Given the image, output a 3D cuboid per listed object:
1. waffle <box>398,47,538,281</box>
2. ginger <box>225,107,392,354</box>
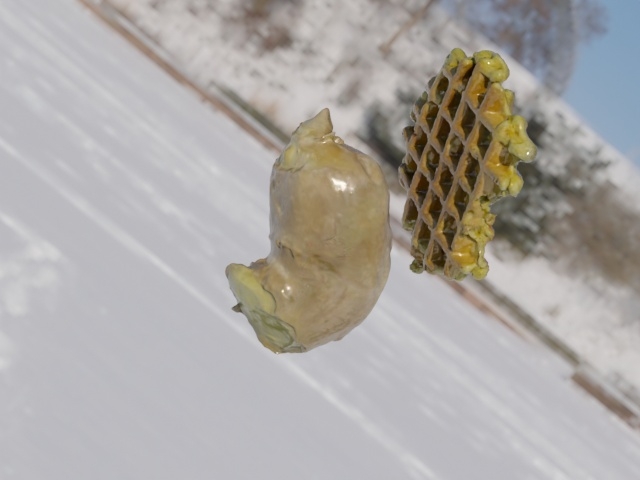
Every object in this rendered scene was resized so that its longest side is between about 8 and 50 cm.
[{"bbox_3d":[0.171,-0.088,2.051,0.058,0.300,0.281,1,59,-23],"label":"waffle"},{"bbox_3d":[0.000,0.000,1.700,0.152,0.267,0.138,13,11,-23],"label":"ginger"}]
